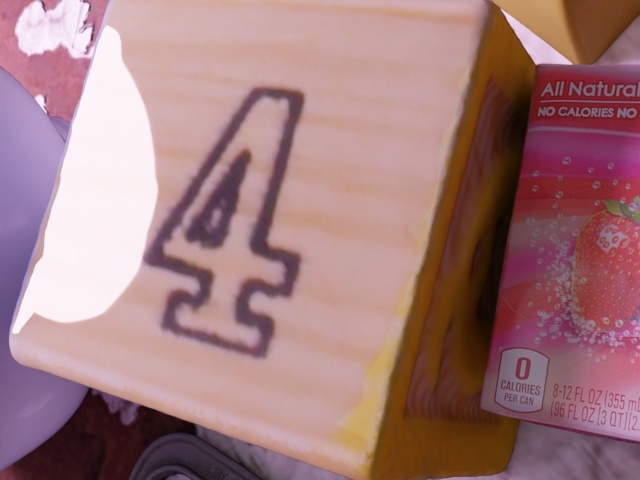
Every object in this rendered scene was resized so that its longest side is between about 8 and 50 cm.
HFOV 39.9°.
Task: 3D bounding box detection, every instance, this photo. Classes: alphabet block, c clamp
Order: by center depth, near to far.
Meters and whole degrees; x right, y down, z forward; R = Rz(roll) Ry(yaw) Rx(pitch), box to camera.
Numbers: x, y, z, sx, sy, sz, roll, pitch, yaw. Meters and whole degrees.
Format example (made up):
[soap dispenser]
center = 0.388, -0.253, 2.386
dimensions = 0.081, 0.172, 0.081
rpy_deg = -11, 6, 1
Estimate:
[alphabet block]
center = 0.000, 0.000, 0.444
dimensions = 0.197, 0.192, 0.193
rpy_deg = 12, 85, 28
[c clamp]
center = -0.070, 0.199, 0.526
dimensions = 0.160, 0.022, 0.137
rpy_deg = 32, 94, 29

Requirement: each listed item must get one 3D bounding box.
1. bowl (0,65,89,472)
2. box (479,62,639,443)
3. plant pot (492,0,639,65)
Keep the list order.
[bowl]
center = -0.212, 0.003, 0.551
dimensions = 0.298, 0.134, 0.298
rpy_deg = 26, 125, 45
[box]
center = 0.234, 0.023, 0.343
dimensions = 0.300, 0.142, 0.154
rpy_deg = 7, 80, 28
[plant pot]
center = 0.134, -0.158, 0.473
dimensions = 0.081, 0.083, 0.081
rpy_deg = -47, 63, 10
